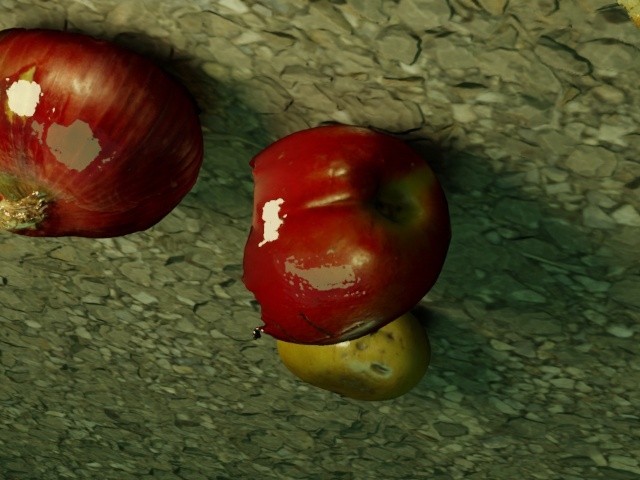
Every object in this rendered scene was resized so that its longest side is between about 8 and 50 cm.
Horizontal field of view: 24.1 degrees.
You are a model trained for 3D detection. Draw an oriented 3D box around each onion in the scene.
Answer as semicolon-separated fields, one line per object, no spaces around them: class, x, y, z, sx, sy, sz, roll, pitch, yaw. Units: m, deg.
onion;-0.217;-0.088;1.327;0.248;0.161;0.248;-2;163;-1

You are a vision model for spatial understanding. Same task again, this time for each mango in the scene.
mango;0.030;0.117;1.590;0.137;0.098;0.195;29;154;-28

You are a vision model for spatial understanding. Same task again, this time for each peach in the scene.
peach;0.000;0.000;1.317;0.226;0.196;0.190;-26;96;48

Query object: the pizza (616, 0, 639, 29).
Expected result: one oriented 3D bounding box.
pizza;0.229;-0.189;1.036;0.108;0.026;0.123;21;153;0
